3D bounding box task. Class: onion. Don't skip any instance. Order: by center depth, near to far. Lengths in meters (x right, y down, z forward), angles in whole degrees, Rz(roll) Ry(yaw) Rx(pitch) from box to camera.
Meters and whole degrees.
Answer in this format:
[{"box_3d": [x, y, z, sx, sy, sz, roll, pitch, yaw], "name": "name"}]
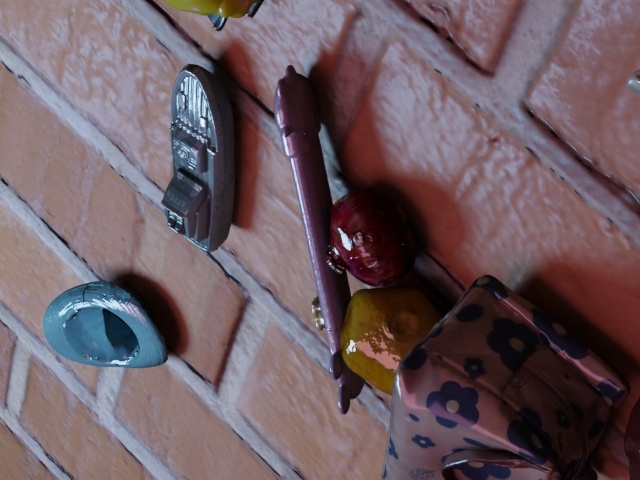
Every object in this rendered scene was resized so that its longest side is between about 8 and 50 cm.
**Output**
[{"box_3d": [0.049, 0.000, 1.804, 0.107, 0.097, 0.107, 54, 166, 20], "name": "onion"}]

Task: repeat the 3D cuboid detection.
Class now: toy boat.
[{"box_3d": [-0.140, -0.092, 1.953, 0.078, 0.085, 0.260, 34, 141, 28], "name": "toy boat"}]

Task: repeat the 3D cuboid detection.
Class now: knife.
[{"box_3d": [-0.001, 0.000, 1.854, 0.038, 0.132, 0.399, -4, 116, 13], "name": "knife"}]

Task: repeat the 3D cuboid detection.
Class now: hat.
[{"box_3d": [-0.275, 0.106, 2.310, 0.191, 0.078, 0.138, -3, 128, 30], "name": "hat"}]

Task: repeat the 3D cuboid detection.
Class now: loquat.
[{"box_3d": [0.081, 0.106, 1.838, 0.137, 0.113, 0.137, 26, 171, 4], "name": "loquat"}]

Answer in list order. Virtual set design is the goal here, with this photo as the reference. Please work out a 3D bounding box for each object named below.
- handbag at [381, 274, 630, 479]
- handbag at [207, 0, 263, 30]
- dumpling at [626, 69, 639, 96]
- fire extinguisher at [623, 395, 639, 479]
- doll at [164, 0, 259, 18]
[{"box_3d": [0.184, 0.186, 1.729, 0.193, 0.190, 0.251, 34, 149, 22], "name": "handbag"}, {"box_3d": [-0.160, -0.388, 1.712, 0.326, 0.089, 0.238, 44, 143, 10], "name": "handbag"}, {"box_3d": [0.336, -0.090, 1.393, 0.169, 0.100, 0.134, -2, 157, 30], "name": "dumpling"}, {"box_3d": [0.426, 0.219, 1.507, 0.337, 0.135, 0.114, 17, 137, 40], "name": "fire extinguisher"}, {"box_3d": [-0.113, -0.272, 1.592, 0.221, 0.143, 0.135, 27, 138, 46], "name": "doll"}]
